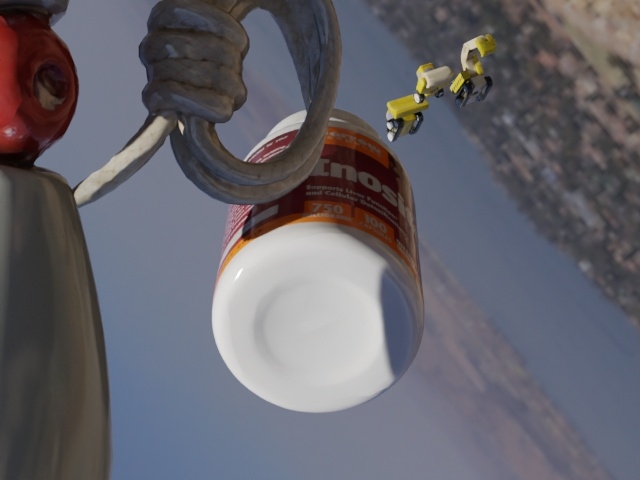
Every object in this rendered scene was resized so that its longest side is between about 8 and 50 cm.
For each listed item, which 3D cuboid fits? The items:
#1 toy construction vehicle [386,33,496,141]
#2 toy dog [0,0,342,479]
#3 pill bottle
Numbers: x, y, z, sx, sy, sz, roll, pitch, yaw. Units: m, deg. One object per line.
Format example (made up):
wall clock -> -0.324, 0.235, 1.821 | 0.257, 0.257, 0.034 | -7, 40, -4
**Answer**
toy construction vehicle -> 0.095, -0.126, 1.187 | 0.035, 0.085, 0.098 | 64, 162, 17
toy dog -> -0.132, 0.021, 0.459 | 0.161, 0.334, 0.220 | -6, 151, 36
pill bottle -> 0.000, 0.000, 0.641 | 0.086, 0.086, 0.152 | 52, -163, -23
